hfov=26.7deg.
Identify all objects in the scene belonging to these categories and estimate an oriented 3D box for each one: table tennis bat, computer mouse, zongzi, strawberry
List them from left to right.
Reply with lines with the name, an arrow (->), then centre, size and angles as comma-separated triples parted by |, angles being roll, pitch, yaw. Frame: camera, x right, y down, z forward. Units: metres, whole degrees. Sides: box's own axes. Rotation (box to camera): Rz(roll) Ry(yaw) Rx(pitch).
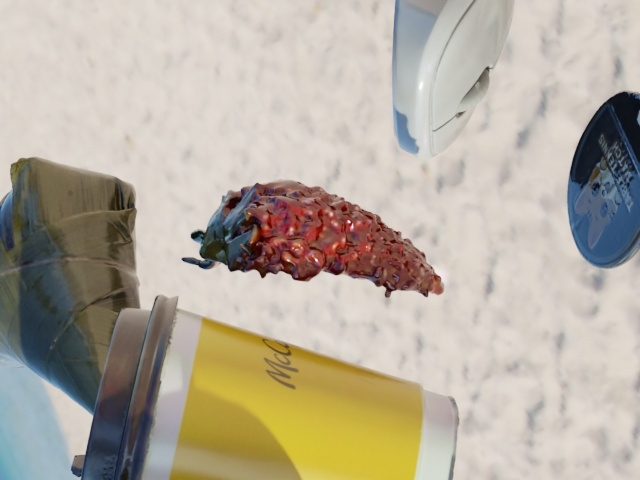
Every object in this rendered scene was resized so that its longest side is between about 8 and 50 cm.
zongzi -> -0.264, 0.110, 1.283 | 0.274, 0.145, 0.300 | -47, 48, 42
strawberry -> -0.001, -0.006, 1.162 | 0.167, 0.208, 0.087 | 12, 96, 61
computer mouse -> 0.134, -0.222, 1.346 | 0.184, 0.121, 0.296 | 87, -174, -54
table tennis bat -> 0.264, -0.080, 1.123 | 0.150, 0.027, 0.236 | -101, 24, -44

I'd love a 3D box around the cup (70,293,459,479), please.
cup -> -0.045, 0.155, 1.035 | 0.196, 0.280, 0.196 | -168, 90, -86
